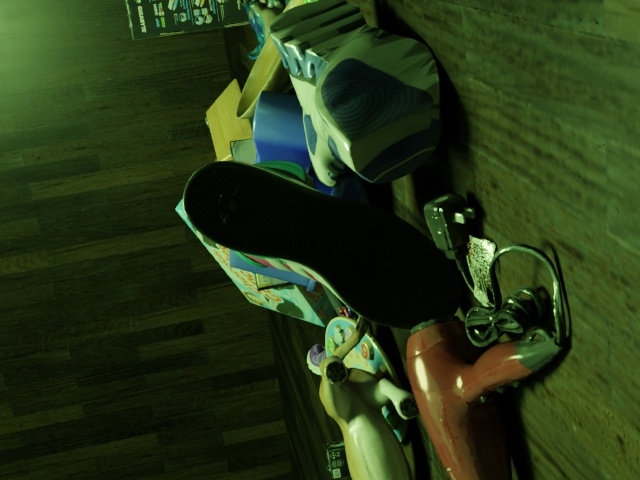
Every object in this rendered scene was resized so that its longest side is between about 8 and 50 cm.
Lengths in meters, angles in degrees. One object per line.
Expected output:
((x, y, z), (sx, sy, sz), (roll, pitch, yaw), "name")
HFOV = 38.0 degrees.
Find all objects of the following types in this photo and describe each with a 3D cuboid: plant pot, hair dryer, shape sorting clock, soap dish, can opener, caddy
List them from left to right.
((-0.106, -0.126, 1.734), (0.229, 0.118, 0.291), (-110, -5, -51), "soap dish")
((-0.058, -0.282, 1.396), (0.236, 0.032, 0.236), (-55, 18, 28), "plant pot")
((-0.019, -0.065, 1.307), (0.341, 0.179, 0.241), (109, 173, -74), "caddy")
((0.024, 0.065, 1.551), (0.073, 0.059, 0.186), (90, 167, -49), "can opener")
((0.063, 0.209, 1.369), (0.206, 0.040, 0.206), (49, 154, 34), "shape sorting clock")
((0.133, 0.118, 0.811), (0.223, 0.080, 0.293), (-122, 23, -67), "hair dryer")

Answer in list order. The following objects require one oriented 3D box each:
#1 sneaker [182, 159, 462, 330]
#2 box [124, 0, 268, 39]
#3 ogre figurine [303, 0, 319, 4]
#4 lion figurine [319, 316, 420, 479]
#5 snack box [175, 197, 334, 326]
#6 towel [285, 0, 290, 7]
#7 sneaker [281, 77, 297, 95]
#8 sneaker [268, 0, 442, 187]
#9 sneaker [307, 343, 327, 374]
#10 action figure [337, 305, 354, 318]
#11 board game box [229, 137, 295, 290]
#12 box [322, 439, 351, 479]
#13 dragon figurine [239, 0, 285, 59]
((0.000, 0.000, 0.987), (0.124, 0.295, 0.178), (-64, 5, 5), "sneaker")
((-0.254, -0.564, 1.836), (0.073, 0.293, 0.295), (-120, 21, -63), "box")
((-0.032, -0.400, 1.230), (0.118, 0.097, 0.197), (-73, -16, -83), "ogre figurine")
((0.070, 0.292, 1.269), (0.240, 0.142, 0.392), (158, 104, -79), "lion figurine")
((-0.109, 0.034, 1.688), (0.060, 0.187, 0.322), (-60, -36, -22), "snack box")
((-0.042, -0.410, 1.502), (0.119, 0.029, 0.067), (90, 166, -50), "towel")
((-0.044, -0.244, 1.504), (0.275, 0.107, 0.110), (-179, 87, -82), "sneaker")
((0.050, -0.127, 0.992), (0.315, 0.127, 0.182), (-119, 8, -54), "sneaker")
((0.024, 0.231, 1.811), (0.170, 0.068, 0.071), (-148, 63, -68), "sneaker")
((0.045, 0.114, 1.467), (0.038, 0.030, 0.115), (138, 138, -75), "action figure")
((-0.044, -0.053, 1.500), (0.042, 0.165, 0.243), (123, 137, -78), "board game box")
((0.040, 0.463, 1.966), (0.083, 0.052, 0.062), (175, 86, -83), "box")
((-0.094, -0.376, 1.701), (0.289, 0.085, 0.144), (-135, 35, -73), "dragon figurine")
